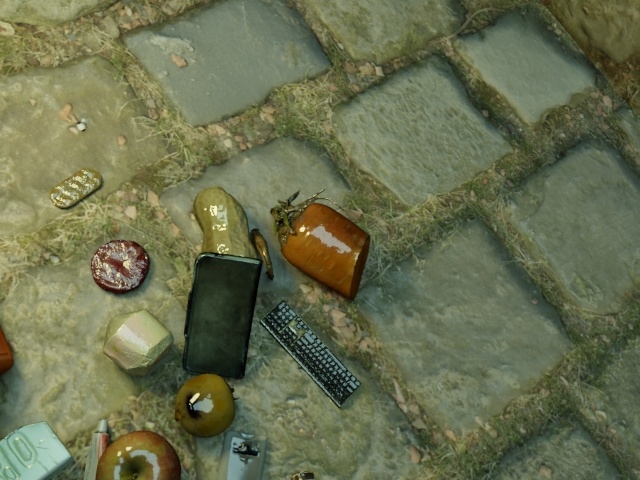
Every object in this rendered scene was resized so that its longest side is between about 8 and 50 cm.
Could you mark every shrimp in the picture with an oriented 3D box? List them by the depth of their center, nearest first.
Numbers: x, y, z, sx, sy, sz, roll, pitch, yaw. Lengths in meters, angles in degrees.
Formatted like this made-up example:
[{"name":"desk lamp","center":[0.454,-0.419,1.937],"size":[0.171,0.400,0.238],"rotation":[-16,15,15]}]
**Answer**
[{"name":"shrimp","center":[-0.153,0.041,1.810],"size":[0.034,0.124,0.178],"rotation":[-21,32,-10]}]

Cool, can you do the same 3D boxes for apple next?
[{"name":"apple","center":[-0.411,0.530,1.497],"size":[0.188,0.174,0.188],"rotation":[4,68,-11]}]

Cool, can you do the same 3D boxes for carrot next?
[{"name":"carrot","center":[0.000,0.000,1.798],"size":[0.331,0.214,0.193],"rotation":[31,42,1]}]

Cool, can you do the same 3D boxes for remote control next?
[{"name":"remote control","center":[-0.199,0.621,1.587],"size":[0.110,0.055,0.312],"rotation":[12,67,-11]}]

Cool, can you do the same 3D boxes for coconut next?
[{"name":"coconut","center":[-0.451,0.242,1.615],"size":[0.153,0.147,0.147],"rotation":[42,65,0]}]

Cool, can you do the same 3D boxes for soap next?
[{"name":"soap","center":[-0.693,0.507,1.472],"size":[0.231,0.091,0.145],"rotation":[-37,83,-26]}]

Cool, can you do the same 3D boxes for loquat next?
[{"name":"loquat","center":[-0.276,0.400,1.605],"size":[0.163,0.137,0.163],"rotation":[4,51,-6]}]

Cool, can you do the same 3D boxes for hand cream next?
[{"name":"hand cream","center":[-0.522,0.527,1.537],"size":[0.038,0.052,0.216],"rotation":[24,63,-43]}]

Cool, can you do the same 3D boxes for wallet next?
[{"name":"wallet","center":[-0.252,0.190,1.669],"size":[0.173,0.045,0.317],"rotation":[7,99,-8]}]

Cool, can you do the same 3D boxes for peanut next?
[{"name":"peanut","center":[-0.254,-0.008,1.769],"size":[0.149,0.149,0.313],"rotation":[-10,71,-19]}]

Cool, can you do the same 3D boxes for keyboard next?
[{"name":"keyboard","center":[-0.027,0.304,1.773],"size":[0.317,0.027,0.106],"rotation":[46,65,4]}]

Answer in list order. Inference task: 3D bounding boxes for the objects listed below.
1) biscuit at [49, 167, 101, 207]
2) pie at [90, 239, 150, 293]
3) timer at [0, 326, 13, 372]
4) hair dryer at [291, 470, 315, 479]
[{"name":"biscuit","center":[-0.654,-0.141,1.767],"size":[0.071,0.018,0.147],"rotation":[46,64,6]},{"name":"pie","center":[-0.518,0.067,1.717],"size":[0.155,0.036,0.154],"rotation":[5,68,-14]},{"name":"timer","center":[-0.867,0.237,1.493],"size":[0.250,0.161,0.257],"rotation":[-27,79,-5]},{"name":"hair dryer","center":[-0.013,0.715,1.581],"size":[0.203,0.128,0.361],"rotation":[-4,63,-17]}]
